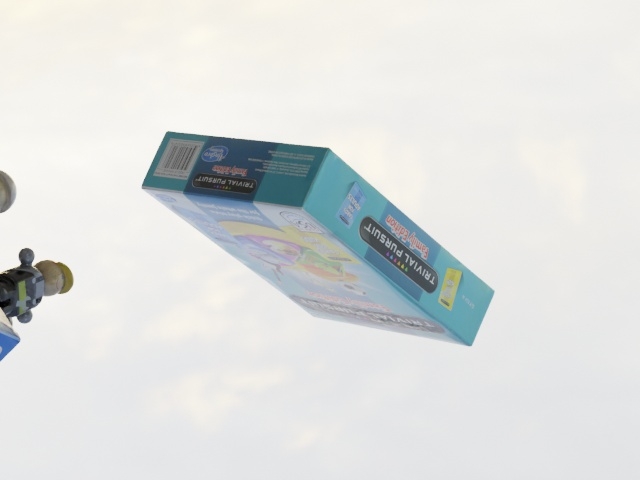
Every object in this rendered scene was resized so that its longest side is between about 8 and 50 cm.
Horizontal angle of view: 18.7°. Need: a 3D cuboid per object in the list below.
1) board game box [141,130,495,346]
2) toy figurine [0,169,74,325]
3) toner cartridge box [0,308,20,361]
[{"bbox_3d":[0.000,0.000,2.181,0.253,0.336,0.079,9,-112,44],"label":"board game box"},{"bbox_3d":[-0.447,0.035,2.505,0.213,0.209,0.148,-41,172,35],"label":"toy figurine"},{"bbox_3d":[-0.415,0.018,1.733,0.165,0.075,0.348,-45,-125,9],"label":"toner cartridge box"}]
